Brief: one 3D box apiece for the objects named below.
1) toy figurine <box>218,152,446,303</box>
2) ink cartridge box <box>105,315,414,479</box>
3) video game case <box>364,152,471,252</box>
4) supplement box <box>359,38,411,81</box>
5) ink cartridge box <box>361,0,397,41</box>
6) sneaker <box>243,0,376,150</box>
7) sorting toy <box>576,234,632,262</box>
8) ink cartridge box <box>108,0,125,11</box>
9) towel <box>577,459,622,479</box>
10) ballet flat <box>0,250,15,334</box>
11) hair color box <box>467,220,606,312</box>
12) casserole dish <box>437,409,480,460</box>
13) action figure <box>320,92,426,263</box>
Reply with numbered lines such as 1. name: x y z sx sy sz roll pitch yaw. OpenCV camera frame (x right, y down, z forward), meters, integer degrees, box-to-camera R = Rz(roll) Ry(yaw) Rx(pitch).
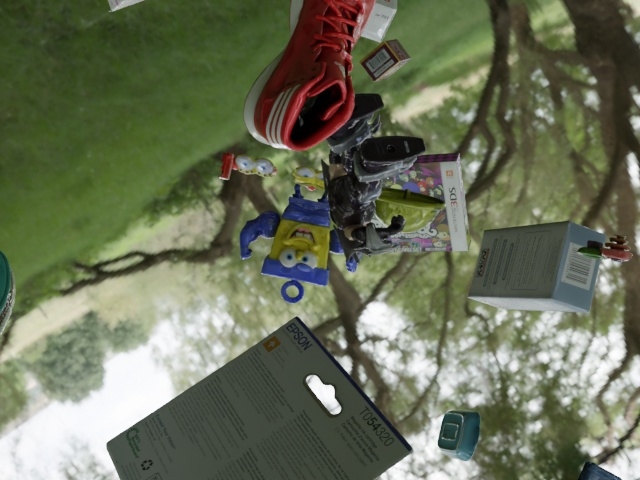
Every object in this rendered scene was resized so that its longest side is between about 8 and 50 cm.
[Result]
1. toy figurine: 0.000 0.000 1.428 0.363 0.217 0.191 12 180 -1
2. ink cartridge box: -0.086 0.288 1.148 0.330 0.071 0.324 -32 -142 -11
3. video game case: 0.174 -0.071 1.759 0.232 0.210 0.042 -1 -147 19
4. supplement box: 0.105 -0.291 1.416 0.055 0.043 0.083 -37 -179 25
5. ink cartridge box: 0.064 -0.461 1.576 0.082 0.140 0.190 118 -15 -49
6. sneaker: 0.018 -0.175 0.778 0.128 0.087 0.221 38 -73 59
7. sorting toy: 0.460 0.009 1.401 0.102 0.061 0.042 6 -98 65
8. ink cartridge box: -0.265 -0.400 1.315 0.115 0.067 0.198 -25 -165 -18
9. towel: 0.420 0.410 1.366 0.119 0.067 0.029 -59 178 -16
10. ballet flat: -0.450 0.150 1.005 0.139 0.139 0.400 -32 -148 12
11. hair color box: 0.511 0.067 2.111 0.374 0.114 0.185 173 -66 -70
12. casserole dish: 0.310 0.437 1.988 0.188 0.037 0.114 141 -35 -76
13. action figure: 0.056 -0.078 1.162 0.099 0.185 0.285 -22 162 -11
